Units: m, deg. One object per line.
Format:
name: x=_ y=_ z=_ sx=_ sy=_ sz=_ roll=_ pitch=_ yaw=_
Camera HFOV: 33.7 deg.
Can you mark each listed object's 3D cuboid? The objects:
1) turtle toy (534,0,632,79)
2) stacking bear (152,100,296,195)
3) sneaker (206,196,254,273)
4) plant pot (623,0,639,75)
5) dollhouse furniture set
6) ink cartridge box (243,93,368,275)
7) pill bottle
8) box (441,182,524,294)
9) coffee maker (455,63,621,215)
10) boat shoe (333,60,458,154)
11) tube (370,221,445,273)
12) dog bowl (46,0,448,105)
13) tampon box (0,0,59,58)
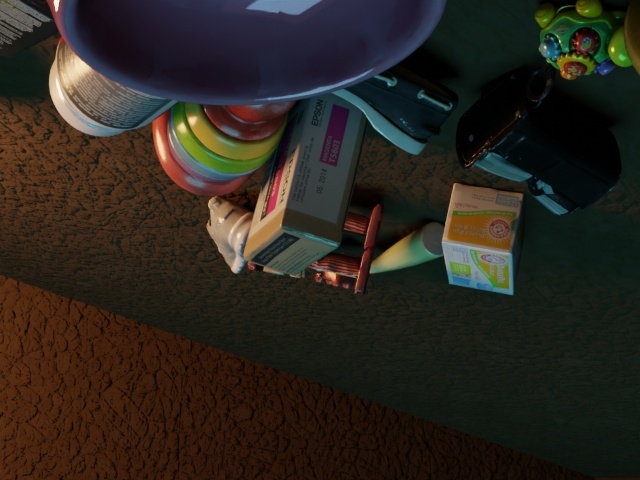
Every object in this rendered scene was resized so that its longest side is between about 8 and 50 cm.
turtle toy: x=0.288 y=-0.210 z=1.121 sx=0.130 sy=0.066 sz=0.095 roll=-3 pitch=155 yaw=42
stacking bear: x=-0.110 y=-0.178 z=1.392 sx=0.175 sy=0.164 sz=0.289 roll=20 pitch=156 yaw=-16
sneaker: x=-0.159 y=-0.023 z=2.008 sx=0.115 sy=0.105 sz=0.281 roll=43 pitch=165 yaw=7
plant pot: x=0.447 y=-0.116 z=0.908 sx=0.366 sy=0.367 sz=0.353 roll=-7 pitch=140 yaw=48
dollhouse furniture set: x=0.000 y=0.000 z=1.891 sx=0.201 sy=0.152 sz=0.374 roll=13 pitch=179 yaw=4
ink cartridge box: x=-0.017 y=-0.089 z=1.437 sx=0.088 sy=0.235 sz=0.193 roll=18 pitch=161 yaw=-13
pill bottle: x=-0.233 y=-0.230 z=1.309 sx=0.161 sy=0.161 sz=0.283 roll=23 pitch=160 yaw=-25
box: x=0.264 y=0.001 z=1.693 sx=0.114 sy=0.103 sz=0.203 roll=10 pitch=161 yaw=15
coffee maker: x=0.285 y=-0.119 z=1.305 sx=0.178 sy=0.120 sz=0.171 roll=23 pitch=159 yaw=-26
boat shoe: x=0.038 y=-0.217 z=1.262 sx=0.302 sy=0.114 sz=0.091 roll=29 pitch=113 yaw=-35
tube: x=0.154 y=0.022 z=1.906 sx=0.070 sy=0.062 sz=0.240 roll=22 pitch=160 yaw=-15
dog bowl: x=-0.061 y=-0.255 z=0.931 sx=0.407 sy=0.151 sz=0.408 roll=-5 pitch=162 yaw=-1
tampon box: x=-0.357 y=-0.305 z=1.244 sx=0.101 sy=0.121 sz=0.161 roll=29 pitch=157 yaw=-36
